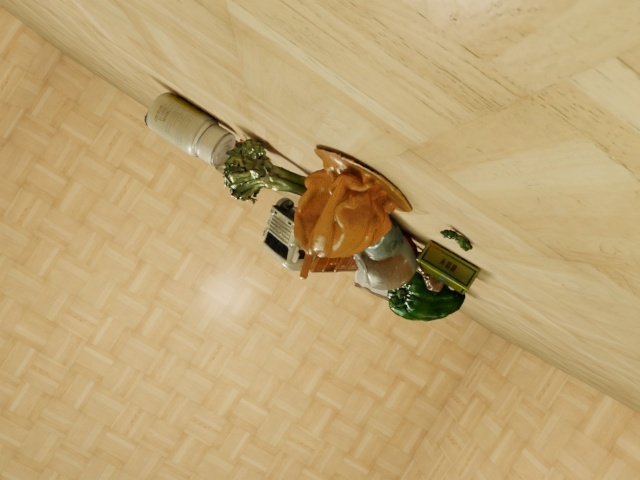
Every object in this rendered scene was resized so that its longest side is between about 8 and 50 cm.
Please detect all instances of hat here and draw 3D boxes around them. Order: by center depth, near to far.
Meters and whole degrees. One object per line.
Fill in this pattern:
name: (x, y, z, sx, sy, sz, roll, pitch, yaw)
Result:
hat: (0.028, -0.020, 0.863, 0.233, 0.233, 0.244, 32, -179, -20)

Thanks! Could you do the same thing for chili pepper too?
chili pepper: (0.251, -0.002, 0.812, 0.083, 0.022, 0.027, 28, -179, -30)
chili pepper: (0.414, 0.191, 1.671, 0.167, 0.213, 0.385, -27, 158, 39)

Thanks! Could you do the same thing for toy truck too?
toy truck: (0.000, 0.000, 1.421, 0.387, 0.207, 0.173, 3, -155, -46)

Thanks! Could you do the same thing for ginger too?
ginger: (0.267, 0.045, 1.353, 0.290, 0.084, 0.122, 41, -174, 30)

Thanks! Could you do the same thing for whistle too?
whistle: (0.172, 0.006, 1.168, 0.189, 0.189, 0.348, 33, 158, 32)

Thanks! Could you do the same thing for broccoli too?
broccoli: (-0.144, -0.211, 1.279, 0.274, 0.177, 0.198, 4, 135, 15)

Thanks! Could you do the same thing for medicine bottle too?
medicine bottle: (-0.410, -0.350, 1.416, 0.258, 0.143, 0.143, 34, 180, 7)

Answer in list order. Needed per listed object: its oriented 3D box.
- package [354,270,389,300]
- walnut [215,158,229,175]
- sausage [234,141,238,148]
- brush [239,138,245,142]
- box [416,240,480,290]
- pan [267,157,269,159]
package: (0.298, 0.130, 2.024, 0.311, 0.221, 0.165, 24, 143, 52)
walnut: (-0.374, -0.331, 1.833, 0.162, 0.140, 0.140, 17, 169, 43)
sausage: (-0.344, -0.372, 1.581, 0.034, 0.034, 0.253, 33, 180, 23)
brush: (-0.234, -0.288, 1.490, 0.090, 0.017, 0.314, 36, 176, 0)
box: (0.328, 0.075, 1.150, 0.141, 0.064, 0.220, 33, -178, 18)
pan: (-0.190, -0.277, 1.564, 0.068, 0.023, 0.115, 31, 175, 44)
